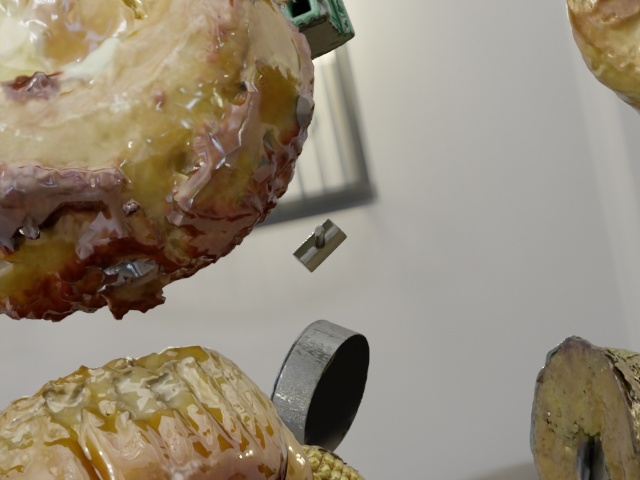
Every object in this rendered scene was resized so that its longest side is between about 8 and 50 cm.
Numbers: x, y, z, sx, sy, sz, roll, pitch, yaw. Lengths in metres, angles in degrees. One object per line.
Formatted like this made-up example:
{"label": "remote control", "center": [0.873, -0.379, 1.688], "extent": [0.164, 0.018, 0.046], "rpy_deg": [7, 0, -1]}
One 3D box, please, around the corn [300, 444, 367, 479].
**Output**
{"label": "corn", "center": [0.052, 0.262, 1.460], "extent": [0.106, 0.293, 0.106], "rpy_deg": [-37, 26, 22]}

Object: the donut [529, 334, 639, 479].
{"label": "donut", "center": [0.323, 0.238, 1.943], "extent": [0.107, 0.272, 0.272], "rpy_deg": [-2, 0, -19]}

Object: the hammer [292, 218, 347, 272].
{"label": "hammer", "center": [0.000, 0.000, 1.176], "extent": [0.035, 0.019, 0.110], "rpy_deg": [-45, -3, -3]}

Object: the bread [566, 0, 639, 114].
{"label": "bread", "center": [0.262, -0.155, 1.226], "extent": [0.167, 0.132, 0.294], "rpy_deg": [-13, -5, 17]}

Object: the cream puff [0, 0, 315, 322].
{"label": "cream puff", "center": [-0.171, -0.094, 1.242], "extent": [0.351, 0.350, 0.228], "rpy_deg": [-12, -25, -1]}

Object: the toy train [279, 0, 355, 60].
{"label": "toy train", "center": [-0.084, -0.280, 1.525], "extent": [0.139, 0.330, 0.178], "rpy_deg": [-23, -15, 12]}

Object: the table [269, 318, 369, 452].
{"label": "table", "center": [-0.001, 0.146, 1.739], "extent": [0.043, 0.133, 0.133], "rpy_deg": [19, 17, 23]}

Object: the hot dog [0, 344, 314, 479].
{"label": "hot dog", "center": [-0.171, 0.230, 1.211], "extent": [0.365, 0.196, 0.367], "rpy_deg": [-36, -19, -5]}
